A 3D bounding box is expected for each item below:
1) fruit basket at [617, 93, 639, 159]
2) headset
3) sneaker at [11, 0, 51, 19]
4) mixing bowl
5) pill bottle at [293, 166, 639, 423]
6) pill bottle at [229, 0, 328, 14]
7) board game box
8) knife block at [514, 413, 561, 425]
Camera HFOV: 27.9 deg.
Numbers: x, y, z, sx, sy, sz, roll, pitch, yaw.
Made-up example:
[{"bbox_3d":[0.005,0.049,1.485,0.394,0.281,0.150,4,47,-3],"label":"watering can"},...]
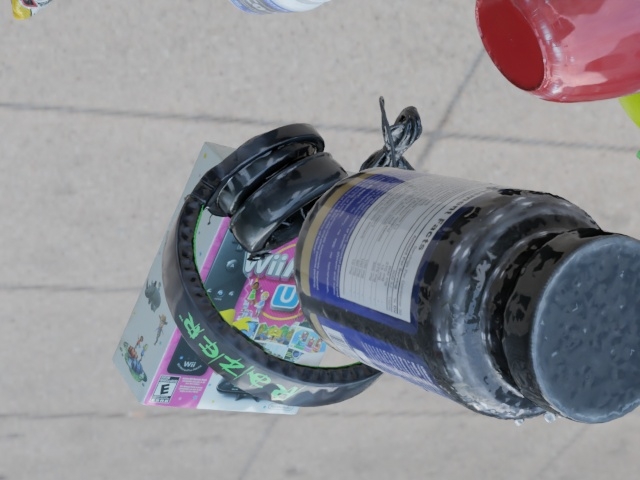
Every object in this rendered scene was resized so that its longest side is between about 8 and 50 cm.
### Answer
[{"bbox_3d":[0.463,-0.164,1.349,0.392,0.392,0.283,21,131,-38],"label":"fruit basket"},{"bbox_3d":[0.000,0.000,1.257,0.243,0.394,0.185,37,141,0],"label":"headset"},{"bbox_3d":[-0.369,-0.313,1.325,0.225,0.092,0.088,33,168,-5],"label":"sneaker"},{"bbox_3d":[0.184,-0.175,0.994,0.098,0.181,0.181,-31,150,-16],"label":"mixing bowl"},{"bbox_3d":[0.085,0.028,0.709,0.123,0.122,0.219,12,-178,-30],"label":"pill bottle"},{"bbox_3d":[-0.031,-0.238,1.127,0.078,0.078,0.137,9,-177,-26],"label":"pill bottle"},{"bbox_3d":[-0.081,0.052,1.515,0.224,0.097,0.303,9,114,-37],"label":"board game box"},{"bbox_3d":[0.286,0.099,1.701,0.275,0.242,0.088,-53,135,-12],"label":"knife block"}]
